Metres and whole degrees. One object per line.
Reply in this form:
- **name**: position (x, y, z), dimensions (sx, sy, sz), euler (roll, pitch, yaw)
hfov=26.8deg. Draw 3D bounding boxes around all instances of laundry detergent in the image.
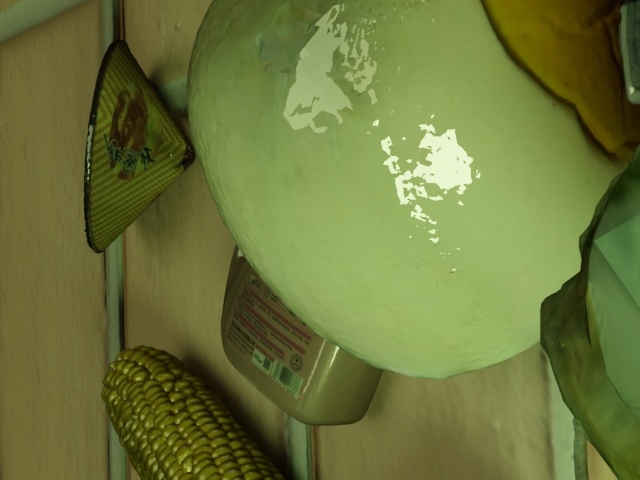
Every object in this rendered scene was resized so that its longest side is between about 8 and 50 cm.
- **laundry detergent**: position (0.000, 0.000, 0.997), dimensions (0.171, 0.076, 0.237), euler (33, 113, 46)

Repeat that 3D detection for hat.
- **hat**: position (-0.153, -0.080, 1.200), dimensions (0.193, 0.082, 0.193), euler (5, -90, -88)

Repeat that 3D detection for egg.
- **egg**: position (0.033, -0.093, 0.812), dimensions (0.337, 0.201, 0.336), euler (-9, 73, 34)

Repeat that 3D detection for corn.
- **corn**: position (-0.089, 0.190, 1.083), dimensions (0.310, 0.102, 0.101), euler (50, 125, 43)

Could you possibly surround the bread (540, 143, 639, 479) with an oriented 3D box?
- **bread**: position (0.227, 0.021, 0.523), dimensions (0.239, 0.264, 0.395), euler (48, 131, 24)

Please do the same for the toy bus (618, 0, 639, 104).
- **toy bus**: position (0.215, -0.206, 0.716), dimensions (0.092, 0.106, 0.268), euler (1, 91, 52)
